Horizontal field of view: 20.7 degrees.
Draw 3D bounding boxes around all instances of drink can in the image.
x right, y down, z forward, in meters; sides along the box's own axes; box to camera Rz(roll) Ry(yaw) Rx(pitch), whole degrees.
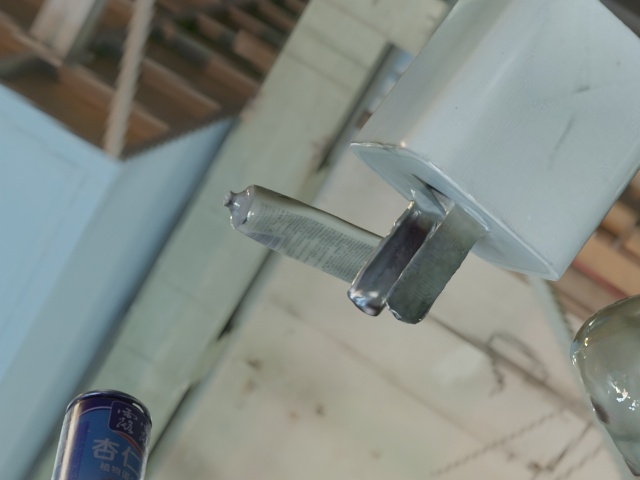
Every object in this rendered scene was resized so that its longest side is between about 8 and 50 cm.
[{"bbox_3d":[-0.228,0.266,1.758,0.097,0.097,0.235,24,-141,-18],"label":"drink can"}]

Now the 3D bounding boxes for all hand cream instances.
[{"bbox_3d":[0.000,0.000,1.323,0.165,0.057,0.037,24,-144,-22],"label":"hand cream"}]

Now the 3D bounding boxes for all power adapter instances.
[{"bbox_3d":[0.091,-0.039,1.001,0.125,0.205,0.130,39,174,-18],"label":"power adapter"}]

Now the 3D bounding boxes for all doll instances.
[{"bbox_3d":[0.451,0.134,1.990,0.215,0.370,0.226,60,-155,-23],"label":"doll"}]
